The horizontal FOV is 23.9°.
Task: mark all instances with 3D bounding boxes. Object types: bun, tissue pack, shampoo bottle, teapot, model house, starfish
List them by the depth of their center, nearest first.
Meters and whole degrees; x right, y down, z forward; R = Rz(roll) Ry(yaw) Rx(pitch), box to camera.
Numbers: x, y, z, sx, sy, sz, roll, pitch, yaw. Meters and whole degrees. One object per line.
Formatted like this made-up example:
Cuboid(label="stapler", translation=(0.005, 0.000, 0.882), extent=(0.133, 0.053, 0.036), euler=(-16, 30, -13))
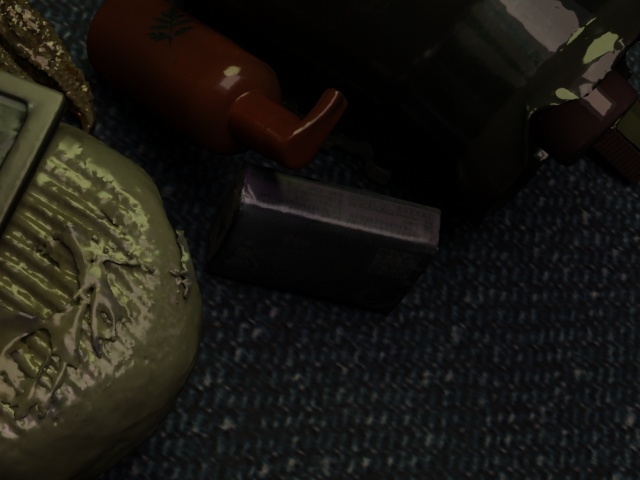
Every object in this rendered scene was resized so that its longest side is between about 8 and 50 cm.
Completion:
Cuboid(label="bun", translation=(-0.212, 0.051, 1.016), extent=(0.272, 0.168, 0.273), euler=(2, 66, -4))
Cuboid(label="shampoo bottle", translation=(-0.082, -0.115, 1.122), extent=(0.085, 0.085, 0.244), euler=(-27, 39, -28))
Cuboid(label="tissue pack", translation=(0.000, 0.000, 1.140), extent=(0.156, 0.112, 0.051), euler=(13, 59, -13))
Cuboid(label="starfish", translation=(-0.277, -0.181, 1.156), extent=(0.301, 0.084, 0.293), euler=(-13, 61, -43))
Cuboid(label="teapot", translation=(0.098, -0.211, 1.200), extent=(0.362, 0.305, 0.376), euler=(47, 21, 7))
Cuboid(label="model house", translation=(0.256, -0.097, 1.320), extent=(0.083, 0.057, 0.058), euler=(39, 83, -19))

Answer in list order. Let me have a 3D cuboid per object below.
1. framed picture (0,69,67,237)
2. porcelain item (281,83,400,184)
Cuboid(label="framed picture", translation=(-0.351, -0.053, 0.938), extent=(0.324, 0.020, 0.241), euler=(22, 61, 1))
Cuboid(label="porcelain item", translation=(0.013, -0.105, 1.254), extent=(0.136, 0.021, 0.075), euler=(29, 54, -4))
